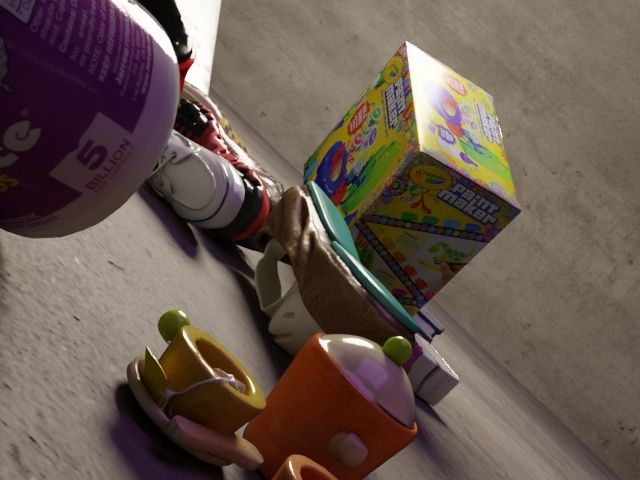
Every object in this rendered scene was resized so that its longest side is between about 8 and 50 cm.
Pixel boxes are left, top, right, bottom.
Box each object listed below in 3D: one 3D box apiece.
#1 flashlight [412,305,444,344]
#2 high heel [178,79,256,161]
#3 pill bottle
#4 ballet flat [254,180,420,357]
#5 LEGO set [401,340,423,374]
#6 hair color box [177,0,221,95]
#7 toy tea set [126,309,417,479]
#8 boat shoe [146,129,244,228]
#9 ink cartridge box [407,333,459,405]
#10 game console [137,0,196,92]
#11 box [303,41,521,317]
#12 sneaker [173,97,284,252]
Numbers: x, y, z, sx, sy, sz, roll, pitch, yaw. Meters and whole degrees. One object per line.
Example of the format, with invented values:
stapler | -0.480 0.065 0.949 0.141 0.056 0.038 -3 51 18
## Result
flashlight | 0.068 0.057 1.531 0.304 0.103 0.103 43 10 10
high heel | -0.147 -0.131 1.414 0.261 0.093 0.186 58 11 3
pill bottle | -0.221 -0.122 0.490 0.169 0.169 0.301 47 7 34
ballet flat | -0.005 0.045 0.972 0.116 0.124 0.342 47 5 -29
LEGO set | 0.043 0.093 1.118 0.087 0.093 0.227 47 7 35
hair color box | -0.257 -0.343 1.503 0.174 0.105 0.347 39 33 -32
toy tea set | 0.042 0.149 0.540 0.336 0.124 0.200 47 7 35
boat shoe | -0.168 -0.078 1.080 0.076 0.083 0.226 24 5 -38
ink cartridge box | 0.119 0.161 1.340 0.135 0.056 0.099 38 8 -39
game console | -0.305 -0.300 0.929 0.342 0.060 0.386 9 43 -37
box | 0.118 -0.079 1.400 0.177 0.279 0.290 28 34 -21
sneaker | -0.121 -0.076 1.212 0.135 0.097 0.276 37 11 -47
